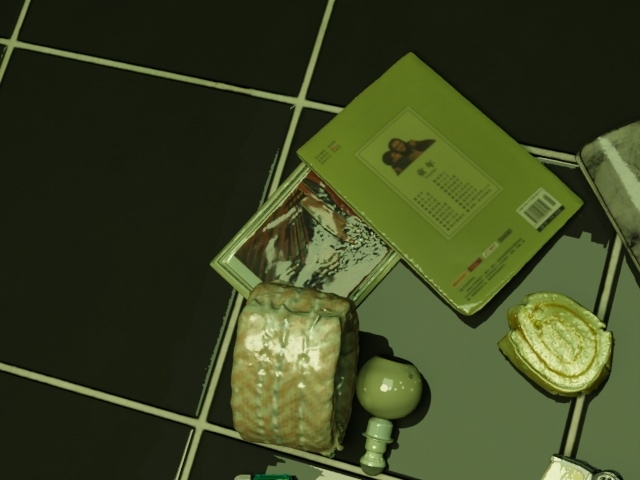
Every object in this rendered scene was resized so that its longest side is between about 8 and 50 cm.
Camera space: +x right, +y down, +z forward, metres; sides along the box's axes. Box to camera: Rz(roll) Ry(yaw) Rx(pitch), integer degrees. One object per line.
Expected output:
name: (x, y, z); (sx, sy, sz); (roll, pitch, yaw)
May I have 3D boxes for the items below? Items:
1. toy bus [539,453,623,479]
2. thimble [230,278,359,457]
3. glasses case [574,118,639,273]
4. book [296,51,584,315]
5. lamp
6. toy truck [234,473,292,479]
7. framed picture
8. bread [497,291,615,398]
toy bus: (0.393, 0.366, 1.441); (0.268, 0.092, 0.106); (31, 92, 18)
thimble: (-0.027, 0.167, 1.515); (0.148, 0.196, 0.229); (8, 117, 9)
glasses case: (0.460, -0.015, 1.543); (0.114, 0.060, 0.299); (-27, 71, 4)
book: (0.168, -0.086, 1.630); (0.239, 0.035, 0.352); (-42, 70, -9)
lamp: (0.084, 0.238, 1.551); (0.091, 0.091, 0.163); (12, 95, 15)
toy truck: (-0.080, 0.341, 1.574); (0.083, 0.039, 0.044); (-2, 58, 10)
framed picture: (0.000, 0.000, 1.662); (0.216, 0.016, 0.273); (40, 86, 19)
bread: (0.315, 0.136, 1.532); (0.156, 0.064, 0.117); (41, 82, 20)
